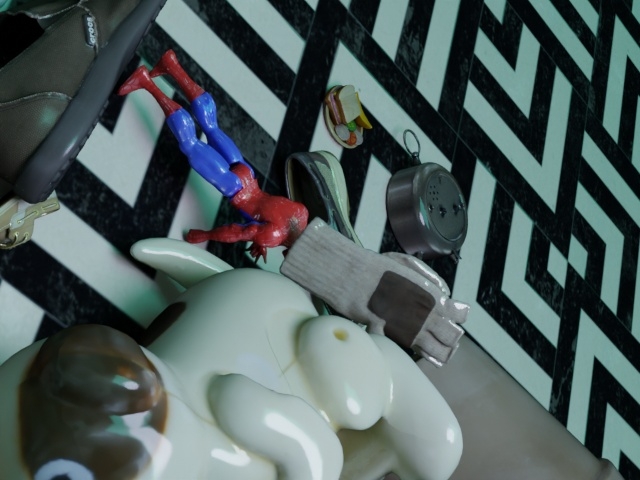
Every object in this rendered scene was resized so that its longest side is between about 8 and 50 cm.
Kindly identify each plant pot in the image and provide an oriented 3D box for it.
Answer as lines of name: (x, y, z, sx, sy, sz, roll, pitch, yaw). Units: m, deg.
plant pot: (0.155, 0.271, 1.576, 0.280, 0.323, 0.323, 57, 37, 3)

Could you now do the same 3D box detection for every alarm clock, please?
alarm clock: (0.143, -0.059, 1.850, 0.129, 0.064, 0.192, -9, 81, -54)

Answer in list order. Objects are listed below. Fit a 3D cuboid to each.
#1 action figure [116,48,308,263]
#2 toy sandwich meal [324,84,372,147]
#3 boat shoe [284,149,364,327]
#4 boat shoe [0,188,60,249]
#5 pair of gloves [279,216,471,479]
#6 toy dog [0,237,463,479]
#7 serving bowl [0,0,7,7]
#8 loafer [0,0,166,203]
action figure: (-0.117, -0.055, 1.490, 0.280, 0.139, 0.091, 48, 42, 2)
toy sandwich meal: (0.036, -0.161, 1.766, 0.085, 0.029, 0.086, 23, 60, -47)
boat shoe: (0.001, -0.001, 1.628, 0.073, 0.080, 0.224, 1, 71, -47)
boat shoe: (-0.284, -0.017, 1.270, 0.045, 0.050, 0.135, 58, 39, -13)
pair of gloves: (0.032, 0.113, 1.453, 0.204, 0.240, 0.042, 25, 17, 3)
toy dog: (-0.121, 0.162, 1.239, 0.408, 0.284, 0.396, -8, 71, -54)
serving bowl: (-0.326, -0.261, 1.322, 0.083, 0.027, 0.083, 24, 58, -46)
loafer: (-0.243, -0.199, 1.319, 0.130, 0.134, 0.366, 32, 41, -14)
